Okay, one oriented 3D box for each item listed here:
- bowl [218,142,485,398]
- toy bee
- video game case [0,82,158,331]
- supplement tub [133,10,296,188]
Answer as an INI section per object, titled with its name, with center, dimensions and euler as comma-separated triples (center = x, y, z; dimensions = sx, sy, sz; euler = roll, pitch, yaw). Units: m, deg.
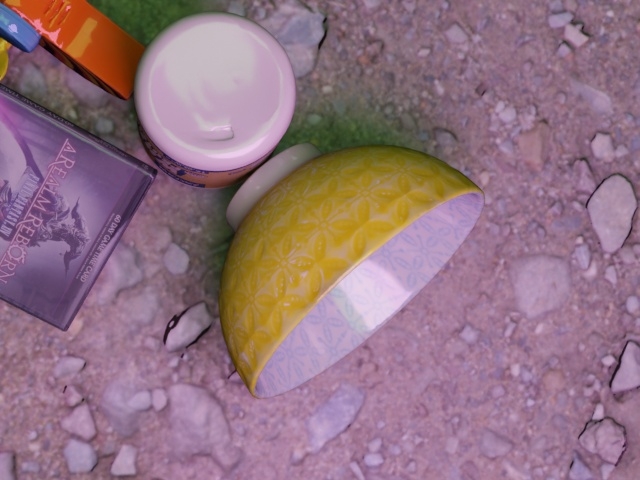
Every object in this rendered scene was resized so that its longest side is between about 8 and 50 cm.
[bowl]
center = 0.000, 0.000, 1.217
dimensions = 0.289, 0.289, 0.156
euler = -39, 75, -10
[toy bee]
center = -0.294, -0.256, 1.213
dimensions = 0.195, 0.162, 0.298
euler = -38, 122, -18
[video game case]
center = -0.321, -0.053, 1.211
dimensions = 0.274, 0.026, 0.196
euler = 29, 111, -10
[supplement tub]
center = -0.103, -0.125, 1.204
dimensions = 0.144, 0.200, 0.144
euler = 1, 85, -7
